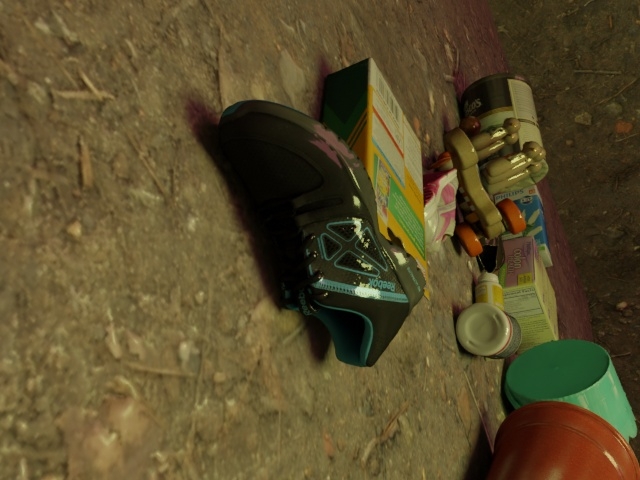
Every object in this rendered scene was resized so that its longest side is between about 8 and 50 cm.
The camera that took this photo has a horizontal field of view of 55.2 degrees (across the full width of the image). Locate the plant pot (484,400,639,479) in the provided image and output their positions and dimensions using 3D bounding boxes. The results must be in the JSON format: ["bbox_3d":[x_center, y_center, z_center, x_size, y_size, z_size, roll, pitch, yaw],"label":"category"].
[{"bbox_3d":[0.404,0.466,1.087,0.265,0.272,0.272,-20,95,-56],"label":"plant pot"}]

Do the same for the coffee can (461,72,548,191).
[{"bbox_3d":[0.519,-0.303,1.740,0.201,0.202,0.275,32,49,-54],"label":"coffee can"}]

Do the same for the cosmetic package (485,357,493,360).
[{"bbox_3d":[0.409,0.239,1.429,0.115,0.041,0.060,-3,79,-63],"label":"cosmetic package"}]

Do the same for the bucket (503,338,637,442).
[{"bbox_3d":[0.583,0.375,1.454,0.183,0.281,0.281,66,28,-14],"label":"bucket"}]

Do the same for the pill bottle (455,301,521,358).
[{"bbox_3d":[0.362,0.194,1.286,0.180,0.108,0.107,25,55,-57],"label":"pill bottle"}]

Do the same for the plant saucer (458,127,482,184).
[{"bbox_3d":[0.368,-0.191,1.568,0.195,0.037,0.194,41,40,-47],"label":"plant saucer"}]

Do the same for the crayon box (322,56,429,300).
[{"bbox_3d":[0.081,-0.086,0.906,0.203,0.083,0.322,49,34,-42],"label":"crayon box"}]

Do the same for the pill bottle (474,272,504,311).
[{"bbox_3d":[0.392,0.136,1.422,0.065,0.065,0.116,50,37,-40],"label":"pill bottle"}]

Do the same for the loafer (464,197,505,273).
[{"bbox_3d":[0.411,-0.014,1.518,0.220,0.080,0.078,66,28,-18],"label":"loafer"}]

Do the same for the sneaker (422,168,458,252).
[{"bbox_3d":[0.195,-0.053,1.116,0.252,0.103,0.111,-45,121,-53],"label":"sneaker"}]

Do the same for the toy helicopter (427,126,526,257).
[{"bbox_3d":[0.314,-0.136,1.321,0.235,0.140,0.355,64,6,32],"label":"toy helicopter"}]

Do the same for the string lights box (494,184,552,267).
[{"bbox_3d":[0.610,-0.034,1.854,0.077,0.133,0.259,47,37,-42],"label":"string lights box"}]

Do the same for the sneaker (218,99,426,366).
[{"bbox_3d":[0.000,0.000,0.672,0.341,0.125,0.139,50,54,-26],"label":"sneaker"}]

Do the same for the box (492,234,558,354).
[{"bbox_3d":[0.566,0.151,1.694,0.243,0.117,0.213,61,30,-27],"label":"box"}]

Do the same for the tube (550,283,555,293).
[{"bbox_3d":[0.754,0.108,2.149,0.240,0.062,0.070,56,-9,-24],"label":"tube"}]

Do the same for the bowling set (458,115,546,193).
[{"bbox_3d":[0.443,-0.242,1.490,0.199,0.154,0.287,65,10,8],"label":"bowling set"}]
